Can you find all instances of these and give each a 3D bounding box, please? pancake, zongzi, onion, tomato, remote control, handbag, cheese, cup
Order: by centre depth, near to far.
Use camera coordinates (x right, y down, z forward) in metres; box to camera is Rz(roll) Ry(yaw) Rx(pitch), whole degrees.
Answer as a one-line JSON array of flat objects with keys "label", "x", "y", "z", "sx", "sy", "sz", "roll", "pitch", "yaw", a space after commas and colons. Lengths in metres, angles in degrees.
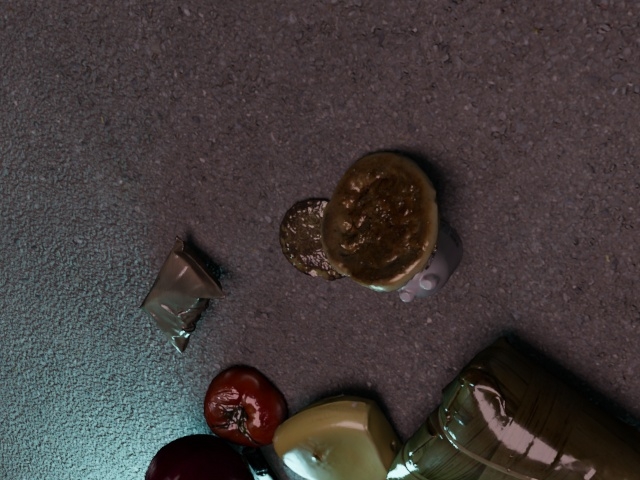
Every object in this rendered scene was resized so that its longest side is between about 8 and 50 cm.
[{"label": "pancake", "x": 0.114, "y": -0.040, "z": 1.675, "sx": 0.282, "sy": 0.049, "sz": 0.282, "roll": -12, "pitch": 71, "yaw": 37}, {"label": "cup", "x": 0.176, "y": 0.030, "z": 1.722, "sx": 0.173, "sy": 0.142, "sz": 0.134, "roll": 39, "pitch": 128, "yaw": 3}, {"label": "zongzi", "x": 0.430, "y": 0.487, "z": 1.809, "sx": 0.500, "sy": 0.218, "sz": 0.467, "roll": 34, "pitch": 133, "yaw": 9}, {"label": "pancake", "x": -0.001, "y": 0.001, "z": 1.871, "sx": 0.199, "sy": 0.021, "sz": 0.199, "roll": 12, "pitch": 121, "yaw": 21}, {"label": "handbag", "x": -0.321, "y": 0.136, "z": 2.053, "sx": 0.182, "sy": 0.117, "sz": 0.270, "roll": 46, "pitch": 128, "yaw": 14}, {"label": "cheese", "x": 0.028, "y": 0.476, "z": 2.055, "sx": 0.315, "sy": 0.128, "sz": 0.260, "roll": -10, "pitch": 113, "yaw": 33}, {"label": "tomato", "x": -0.197, "y": 0.419, "z": 2.158, "sx": 0.228, "sy": 0.101, "sz": 0.228, "roll": 10, "pitch": 118, "yaw": 21}, {"label": "onion", "x": -0.309, "y": 0.607, "z": 2.179, "sx": 0.282, "sy": 0.336, "sz": 0.260, "roll": -27, "pitch": 112, "yaw": -10}, {"label": "remote control", "x": -0.131, "y": 0.615, "z": 2.275, "sx": 0.059, "sy": 0.028, "sz": 0.212, "roll": -22, "pitch": 105, "yaw": 33}]
